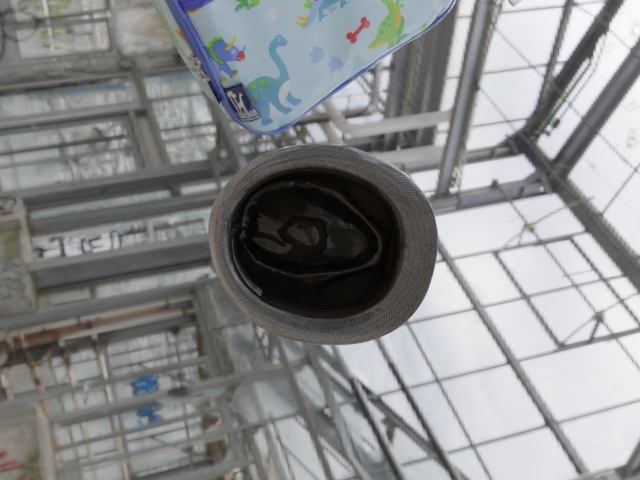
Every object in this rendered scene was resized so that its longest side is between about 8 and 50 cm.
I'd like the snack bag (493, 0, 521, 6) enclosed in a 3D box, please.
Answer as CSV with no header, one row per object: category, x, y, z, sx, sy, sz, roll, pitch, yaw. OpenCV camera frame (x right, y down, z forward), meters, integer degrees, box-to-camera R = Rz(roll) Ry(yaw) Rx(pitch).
snack bag,0.296,-0.377,0.786,0.037,0.323,0.342,52,11,7

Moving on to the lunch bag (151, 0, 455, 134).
lunch bag,-0.013,-0.197,0.595,0.090,0.219,0.176,48,-13,46

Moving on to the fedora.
fedora,0.000,0.000,1.023,0.124,0.275,0.244,-105,-160,-82
